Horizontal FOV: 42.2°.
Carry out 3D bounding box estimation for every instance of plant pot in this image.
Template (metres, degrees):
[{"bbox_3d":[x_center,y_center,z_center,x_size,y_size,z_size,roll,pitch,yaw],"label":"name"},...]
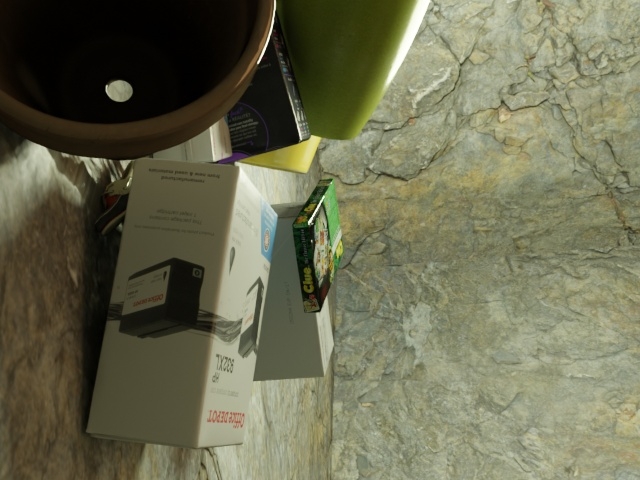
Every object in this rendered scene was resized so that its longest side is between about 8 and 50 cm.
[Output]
[{"bbox_3d":[-0.086,-0.265,1.680,0.254,0.254,0.239,-6,107,-84],"label":"plant pot"},{"bbox_3d":[0.034,-0.338,1.462,0.275,0.275,0.293,-81,-176,-65],"label":"plant pot"},{"bbox_3d":[-0.184,-0.178,0.748,0.229,0.263,0.263,131,-44,-75],"label":"plant pot"}]

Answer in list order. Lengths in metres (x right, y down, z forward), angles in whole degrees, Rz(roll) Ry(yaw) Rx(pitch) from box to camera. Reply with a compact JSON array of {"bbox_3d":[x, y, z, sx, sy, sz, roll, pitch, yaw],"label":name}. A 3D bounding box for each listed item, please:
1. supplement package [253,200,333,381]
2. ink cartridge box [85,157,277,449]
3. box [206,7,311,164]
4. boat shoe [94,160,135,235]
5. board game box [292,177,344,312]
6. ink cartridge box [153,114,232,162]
[{"bbox_3d":[-0.098,0.082,1.355,0.145,0.204,0.262,-62,146,-74],"label":"supplement package"},{"bbox_3d":[-0.151,0.084,0.980,0.223,0.129,0.307,60,37,-75],"label":"ink cartridge box"},{"bbox_3d":[-0.133,-0.270,1.340,0.143,0.165,0.270,-58,133,-79],"label":"box"},{"bbox_3d":[-0.234,-0.052,0.973,0.043,0.049,0.137,44,31,-12],"label":"boat shoe"},{"bbox_3d":[0.000,0.000,1.274,0.259,0.030,0.136,-63,145,-70],"label":"board game box"},{"bbox_3d":[-0.192,-0.160,1.218,0.143,0.090,0.092,-53,137,-79],"label":"ink cartridge box"}]
